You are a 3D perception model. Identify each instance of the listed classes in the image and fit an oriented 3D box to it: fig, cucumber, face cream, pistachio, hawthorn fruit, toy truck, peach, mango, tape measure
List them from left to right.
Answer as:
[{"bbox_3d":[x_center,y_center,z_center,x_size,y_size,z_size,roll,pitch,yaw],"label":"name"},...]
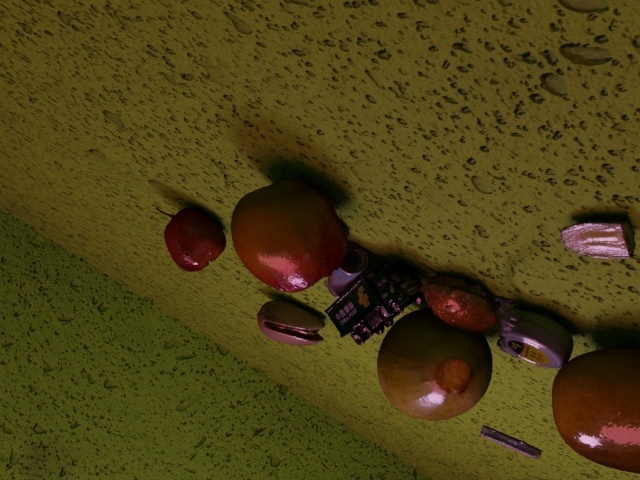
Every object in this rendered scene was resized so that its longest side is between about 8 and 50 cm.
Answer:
[{"bbox_3d":[-0.347,-0.021,1.883,0.203,0.162,0.162,51,155,-7],"label":"hawthorn fruit"},{"bbox_3d":[-0.062,-0.010,1.426,0.231,0.231,0.231,25,159,10],"label":"peach"},{"bbox_3d":[-0.093,0.253,2.204,0.223,0.126,0.152,15,-171,21],"label":"pistachio"},{"bbox_3d":[0.059,0.079,1.675,0.075,0.075,0.229,27,160,5],"label":"face cream"},{"bbox_3d":[0.123,0.139,1.608,0.121,0.088,0.259,57,141,13],"label":"toy truck"},{"bbox_3d":[0.265,0.280,1.605,0.258,0.258,0.326,31,171,-6],"label":"fig"},{"bbox_3d":[0.415,0.158,1.392,0.164,0.084,0.330,18,158,20],"label":"tape measure"},{"bbox_3d":[0.415,-0.009,1.081,0.107,0.035,0.067,3,130,50],"label":"cucumber"},{"bbox_3d":[0.654,0.324,1.322,0.445,0.220,0.301,-1,140,35],"label":"mango"}]

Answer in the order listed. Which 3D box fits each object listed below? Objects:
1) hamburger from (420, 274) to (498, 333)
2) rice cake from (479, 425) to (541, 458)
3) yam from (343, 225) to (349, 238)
[{"bbox_3d":[0.296,0.132,1.481,0.176,0.087,0.102,34,160,-8],"label":"hamburger"},{"bbox_3d":[0.627,0.670,2.383,0.207,0.036,0.047,20,170,21],"label":"rice cake"},{"bbox_3d":[0.000,0.000,1.571,0.070,0.069,0.146,39,158,-26],"label":"yam"}]
